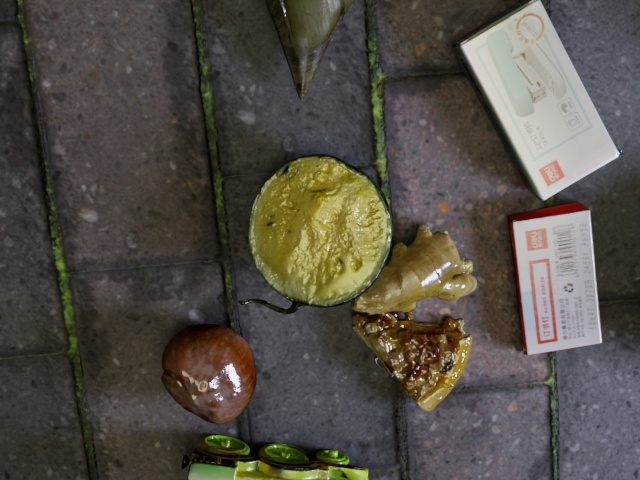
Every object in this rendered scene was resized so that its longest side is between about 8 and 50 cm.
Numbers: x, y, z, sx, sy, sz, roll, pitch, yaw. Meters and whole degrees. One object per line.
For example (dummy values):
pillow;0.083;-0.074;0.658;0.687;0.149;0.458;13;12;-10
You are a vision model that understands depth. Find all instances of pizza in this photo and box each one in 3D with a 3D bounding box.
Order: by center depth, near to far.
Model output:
pizza;0.133;0.165;1.370;0.193;0.069;0.154;28;100;-8

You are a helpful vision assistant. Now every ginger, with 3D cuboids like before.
ginger;0.141;0.047;1.328;0.205;0.081;0.115;-12;128;-20

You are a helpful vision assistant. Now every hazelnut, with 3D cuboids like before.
hazelnut;-0.166;0.200;1.333;0.143;0.143;0.154;-30;104;4

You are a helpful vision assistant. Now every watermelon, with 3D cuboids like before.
watermelon;0.004;-0.007;1.293;0.204;0.127;0.232;9;95;10

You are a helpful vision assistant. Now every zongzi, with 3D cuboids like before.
zongzi;0.042;-0.368;1.226;0.286;0.138;0.300;-19;117;-6

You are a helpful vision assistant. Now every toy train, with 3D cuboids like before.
toy train;-0.068;0.374;1.366;0.296;0.160;0.101;8;96;-4

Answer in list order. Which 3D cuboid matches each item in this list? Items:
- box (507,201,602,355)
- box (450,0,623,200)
box;0.360;0.064;1.369;0.122;0.050;0.229;-10;104;1
box;0.312;-0.203;1.290;0.135;0.079;0.269;-30;102;5
